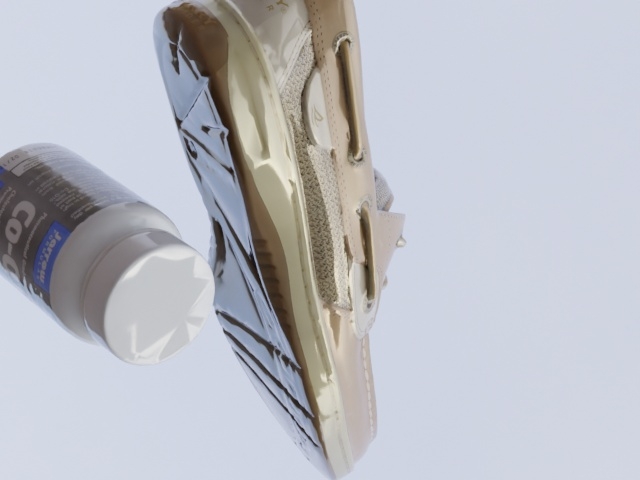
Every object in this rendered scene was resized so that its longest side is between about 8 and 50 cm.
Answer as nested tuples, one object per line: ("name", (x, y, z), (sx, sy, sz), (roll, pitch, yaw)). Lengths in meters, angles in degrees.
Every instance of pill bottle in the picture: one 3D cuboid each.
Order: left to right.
("pill bottle", (-0.118, 0.007, 0.841), (0.137, 0.078, 0.078), (31, -67, 46))

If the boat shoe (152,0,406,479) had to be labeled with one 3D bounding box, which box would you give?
("boat shoe", (0.000, 0.000, 0.949), (0.121, 0.110, 0.341), (42, -28, 44))
